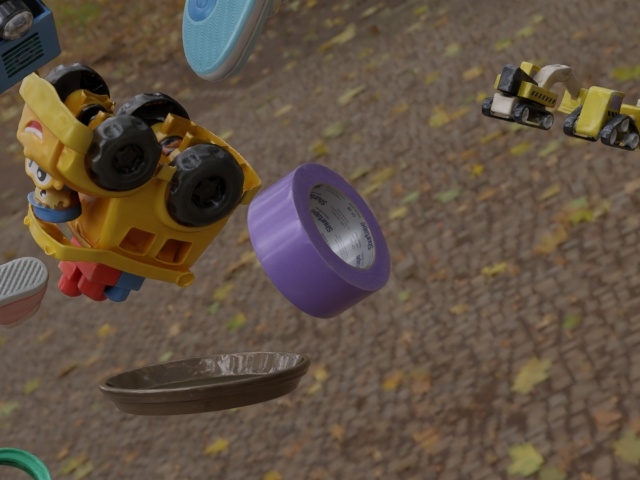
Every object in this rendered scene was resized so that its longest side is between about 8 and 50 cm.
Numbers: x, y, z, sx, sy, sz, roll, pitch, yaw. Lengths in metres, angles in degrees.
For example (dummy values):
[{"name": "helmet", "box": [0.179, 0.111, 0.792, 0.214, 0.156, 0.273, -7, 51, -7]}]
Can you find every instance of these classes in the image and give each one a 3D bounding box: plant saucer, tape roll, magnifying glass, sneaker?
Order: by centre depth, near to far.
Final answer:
[{"name": "sneaker", "box": [-0.313, 0.060, 1.133, 0.134, 0.051, 0.070, -16, -26, -23]}, {"name": "magnifying glass", "box": [-0.351, 0.292, 1.265, 0.026, 0.092, 0.231, -62, -4, 36]}, {"name": "sneaker", "box": [-0.038, -0.317, 1.519, 0.127, 0.208, 0.319, 10, 80, 43]}, {"name": "tape roll", "box": [0.000, 0.000, 1.597, 0.080, 0.189, 0.189, -33, 16, 29]}, {"name": "plant saucer", "box": [-0.149, 0.186, 1.627, 0.278, 0.041, 0.278, -6, 2, 0]}]

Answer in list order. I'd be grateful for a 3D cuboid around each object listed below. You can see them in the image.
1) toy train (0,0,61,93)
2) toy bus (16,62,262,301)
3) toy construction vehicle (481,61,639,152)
[{"name": "toy train", "box": [-0.264, -0.193, 0.893, 0.080, 0.184, 0.105, -39, -19, -21]}, {"name": "toy bus", "box": [-0.201, -0.036, 1.167, 0.211, 0.220, 0.149, -58, 45, 14]}, {"name": "toy construction vehicle", "box": [0.131, -0.066, 0.609, 0.086, 0.035, 0.098, 19, 10, 39]}]
